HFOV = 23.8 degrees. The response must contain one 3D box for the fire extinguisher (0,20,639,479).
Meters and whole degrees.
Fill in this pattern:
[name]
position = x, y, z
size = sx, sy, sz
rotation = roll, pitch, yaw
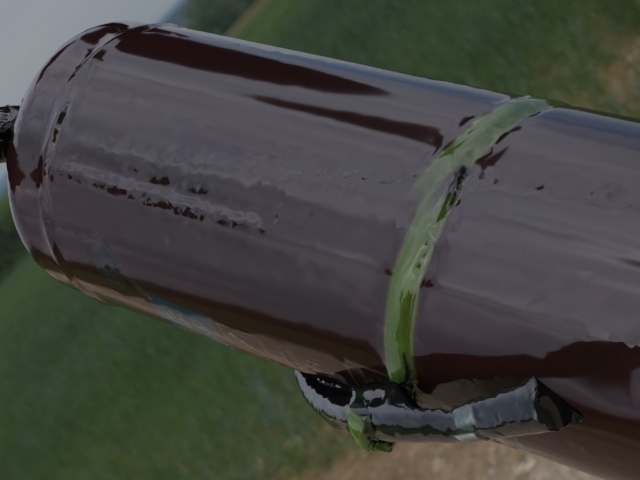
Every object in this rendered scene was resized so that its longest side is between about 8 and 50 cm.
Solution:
[fire extinguisher]
position = 0.000, 0.000, 0.442
size = 0.141, 0.341, 0.105
rotation = -9, -71, -53
